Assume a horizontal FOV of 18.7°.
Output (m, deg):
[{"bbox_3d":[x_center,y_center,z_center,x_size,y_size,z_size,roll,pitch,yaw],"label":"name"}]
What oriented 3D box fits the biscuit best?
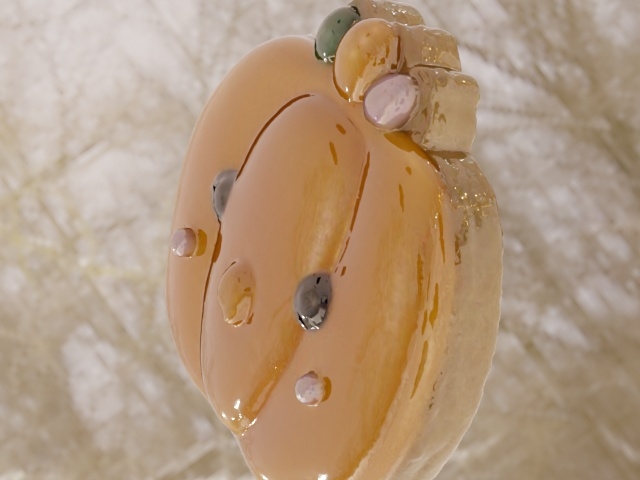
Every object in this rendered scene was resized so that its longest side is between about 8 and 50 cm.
[{"bbox_3d":[-0.003,0.000,0.640,0.050,0.170,0.170,4,-35,-34],"label":"biscuit"}]
